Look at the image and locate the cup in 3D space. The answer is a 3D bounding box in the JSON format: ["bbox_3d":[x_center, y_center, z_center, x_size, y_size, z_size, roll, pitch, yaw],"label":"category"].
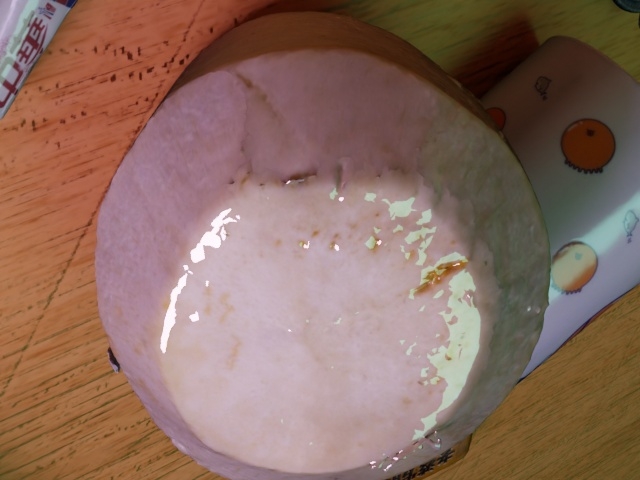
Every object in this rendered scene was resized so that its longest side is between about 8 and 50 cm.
[{"bbox_3d":[0.147,0.004,1.023,0.317,0.212,0.212,-40,145,-3],"label":"cup"}]

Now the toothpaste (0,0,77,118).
[{"bbox_3d":[-0.161,-0.154,0.700,0.060,0.038,0.233,17,111,-54],"label":"toothpaste"}]

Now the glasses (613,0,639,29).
[{"bbox_3d":[0.323,-0.217,0.927,0.234,0.268,0.118,11,100,-47],"label":"glasses"}]

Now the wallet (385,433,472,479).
[{"bbox_3d":[0.110,0.217,1.349,0.195,0.042,0.161,-19,138,-31],"label":"wallet"}]

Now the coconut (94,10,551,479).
[{"bbox_3d":[0.000,0.000,0.798,0.323,0.323,0.323,-26,142,-23],"label":"coconut"}]
